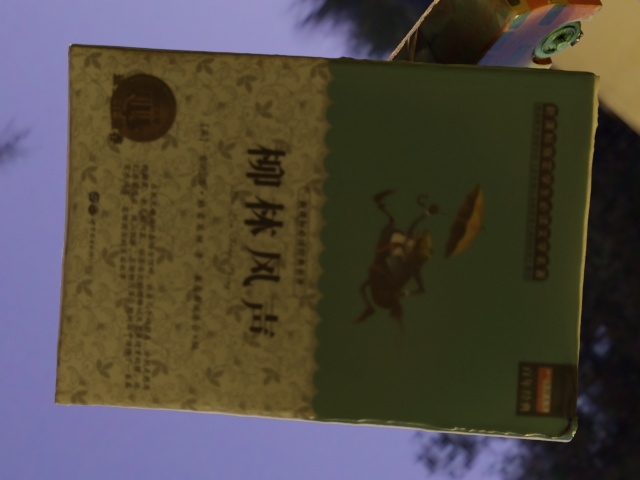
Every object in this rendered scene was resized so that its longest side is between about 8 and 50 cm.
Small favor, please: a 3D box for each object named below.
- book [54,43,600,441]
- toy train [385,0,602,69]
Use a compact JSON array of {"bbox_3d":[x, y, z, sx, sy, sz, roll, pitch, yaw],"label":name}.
[{"bbox_3d":[0.000,0.000,1.287,0.379,0.264,0.031,3,-175,8],"label":"book"},{"bbox_3d":[0.119,-0.139,1.337,0.099,0.188,0.072,-8,-122,-44],"label":"toy train"}]
